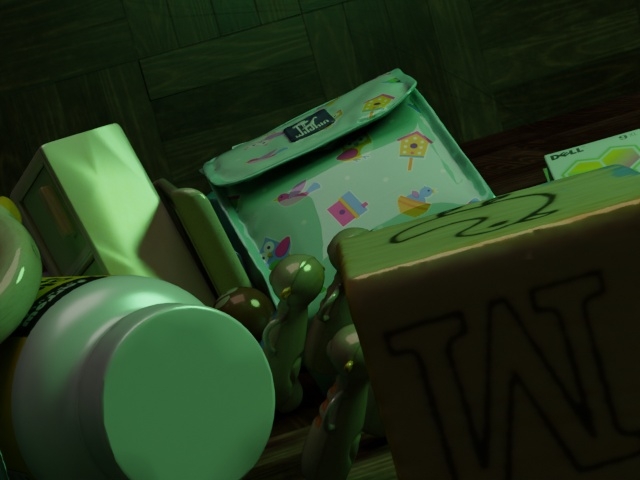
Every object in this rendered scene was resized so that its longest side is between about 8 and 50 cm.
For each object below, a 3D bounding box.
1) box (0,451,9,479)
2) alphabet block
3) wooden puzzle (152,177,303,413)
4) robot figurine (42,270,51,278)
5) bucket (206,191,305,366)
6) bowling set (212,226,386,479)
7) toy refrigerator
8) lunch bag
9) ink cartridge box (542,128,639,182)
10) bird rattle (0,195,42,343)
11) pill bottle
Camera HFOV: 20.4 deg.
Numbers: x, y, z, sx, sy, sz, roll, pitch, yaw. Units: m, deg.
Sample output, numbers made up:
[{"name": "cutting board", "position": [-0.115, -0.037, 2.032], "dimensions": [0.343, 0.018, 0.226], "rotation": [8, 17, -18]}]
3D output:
[{"name": "box", "position": [-0.372, 0.153, 1.138], "dimensions": [0.296, 0.294, 0.183], "rotation": [-12, 8, 29]}, {"name": "alphabet block", "position": [0.129, 0.075, 1.079], "dimensions": [0.197, 0.193, 0.192], "rotation": [-16, 6, 0]}, {"name": "wooden puzzle", "position": [-0.087, 0.042, 1.655], "dimensions": [0.044, 0.221, 0.239], "rotation": [-28, 9, -10]}, {"name": "robot figurine", "position": [-0.379, 0.138, 1.628], "dimensions": [0.353, 0.200, 0.300], "rotation": [-18, -18, -19]}, {"name": "bucket", "position": [0.016, 0.010, 1.842], "dimensions": [0.281, 0.183, 0.281], "rotation": [-15, 6, 2]}, {"name": "bowling set", "position": [0.005, 0.053, 1.382], "dimensions": [0.200, 0.154, 0.287], "rotation": [23, 23, 17]}, {"name": "toy refrigerator", "position": [-0.175, 0.041, 1.601], "dimensions": [0.094, 0.269, 0.102], "rotation": [-20, -15, -35]}, {"name": "lunch bag", "position": [0.028, -0.031, 1.623], "dimensions": [0.223, 0.262, 0.160], "rotation": [-28, -37, -1]}, {"name": "ink cartridge box", "position": [0.304, -0.057, 1.886], "dimensions": [0.109, 0.062, 0.209], "rotation": [-16, 34, 3]}, {"name": "bird rattle", "position": [-0.308, 0.051, 1.337], "dimensions": [0.207, 0.143, 0.253], "rotation": [-27, 29, 5]}, {"name": "pill bottle", "position": [-0.178, 0.120, 1.390], "dimensions": [0.188, 0.188, 0.334], "rotation": [-20, 8, -31]}]
